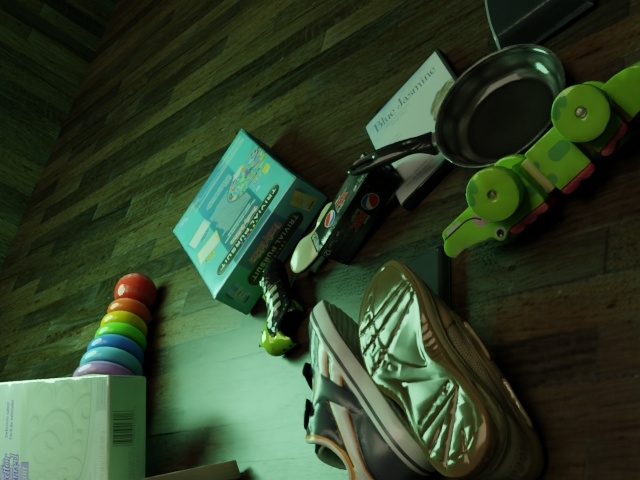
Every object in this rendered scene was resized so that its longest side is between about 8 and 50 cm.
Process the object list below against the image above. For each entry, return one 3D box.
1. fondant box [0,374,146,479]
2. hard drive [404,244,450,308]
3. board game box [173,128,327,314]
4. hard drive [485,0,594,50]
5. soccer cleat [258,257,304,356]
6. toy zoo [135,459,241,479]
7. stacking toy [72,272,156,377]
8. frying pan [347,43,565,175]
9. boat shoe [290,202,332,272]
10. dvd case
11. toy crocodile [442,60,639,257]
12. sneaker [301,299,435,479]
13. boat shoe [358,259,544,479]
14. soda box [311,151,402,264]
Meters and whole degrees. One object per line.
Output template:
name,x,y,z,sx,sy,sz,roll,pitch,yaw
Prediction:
fondant box,-0.462,0.369,1.601,0.330,0.096,0.238,-10,76,33
hard drive,0.133,0.081,1.197,0.094,0.022,0.135,-33,39,39
board game box,-0.143,-0.045,1.676,0.254,0.079,0.336,-55,30,6
hard drive,0.315,-0.396,1.320,0.172,0.054,0.255,-32,39,39
soccer cleat,-0.059,0.103,1.445,0.072,0.060,0.179,-25,49,31
toy zoo,-0.282,0.413,1.368,0.293,0.192,0.030,-36,65,34
stacking toy,-0.410,0.199,1.819,0.141,0.141,0.330,-36,33,35
frying pan,0.197,-0.137,1.226,0.326,0.053,0.197,-41,41,15
boat shoe,0.001,0.001,1.456,0.049,0.042,0.133,40,98,40
dvd case,0.161,-0.179,1.392,0.180,0.022,0.253,-47,31,21
toy crocodile,0.278,-0.091,1.062,0.340,0.105,0.115,-45,-9,25
sneaker,0.031,0.203,1.136,0.127,0.126,0.321,-47,33,10
boat shoe,0.140,0.150,1.036,0.122,0.110,0.341,-56,32,22
soda box,0.053,-0.048,1.376,0.169,0.060,0.053,-58,29,21
